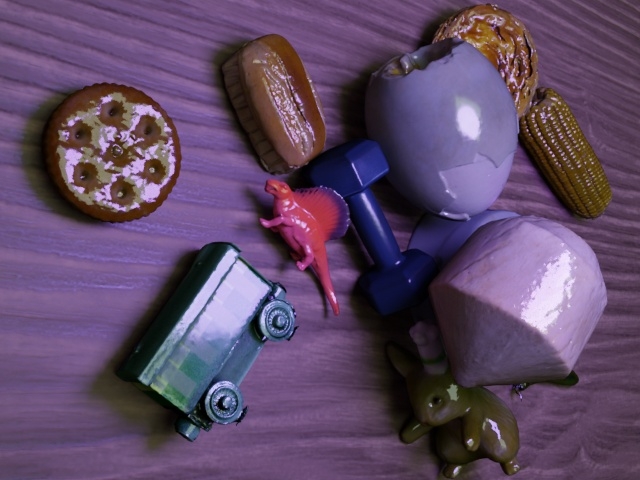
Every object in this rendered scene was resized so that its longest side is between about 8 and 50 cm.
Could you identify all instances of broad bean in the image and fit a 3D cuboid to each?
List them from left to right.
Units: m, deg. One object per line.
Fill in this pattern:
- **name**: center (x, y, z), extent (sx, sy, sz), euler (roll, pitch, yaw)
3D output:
- **broad bean**: center (0.512, 0.313, 1.839), extent (0.227, 0.039, 0.069), euler (-5, 82, -36)

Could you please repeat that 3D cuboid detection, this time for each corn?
- **corn**: center (0.569, -0.195, 1.876), extent (0.344, 0.131, 0.131), euler (50, 60, -23)

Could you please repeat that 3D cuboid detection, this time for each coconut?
- **coconut**: center (0.331, 0.120, 1.399), extent (0.329, 0.329, 0.328), euler (4, 83, -37)

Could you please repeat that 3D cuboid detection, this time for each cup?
- **cup**: center (0.353, 0.075, 1.665), extent (0.347, 0.163, 0.346), euler (4, 84, -36)

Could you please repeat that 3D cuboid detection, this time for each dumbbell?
- **dumbbell**: center (0.097, -0.025, 1.494), extent (0.324, 0.160, 0.144), euler (63, 25, -16)

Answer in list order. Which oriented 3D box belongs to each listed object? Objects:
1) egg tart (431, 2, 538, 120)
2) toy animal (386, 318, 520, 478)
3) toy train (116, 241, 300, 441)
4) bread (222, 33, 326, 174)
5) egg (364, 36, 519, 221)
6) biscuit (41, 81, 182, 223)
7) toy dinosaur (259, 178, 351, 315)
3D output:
- **egg tart**: center (0.334, -0.351, 1.724), extent (0.297, 0.132, 0.296), euler (-2, 94, -24)
- **toy animal**: center (0.235, 0.315, 1.551), extent (0.363, 0.181, 0.180), euler (42, 54, -28)
- **toy train**: center (-0.173, 0.160, 1.291), extent (0.202, 0.120, 0.300), euler (43, 63, -22)
- **bread**: center (-0.071, -0.238, 1.412), extent (0.140, 0.106, 0.236), euler (-34, 107, -36)
- **egg**: center (0.236, -0.200, 1.531), extent (0.278, 0.278, 0.336), euler (-36, 108, -33)
- **biscuit**: center (-0.319, -0.134, 1.243), extent (0.221, 0.066, 0.220), euler (3, 85, -33)
- **toy dinosaur**: center (0.004, -0.007, 1.428), extent (0.139, 0.070, 0.286), euler (-35, 113, 4)
